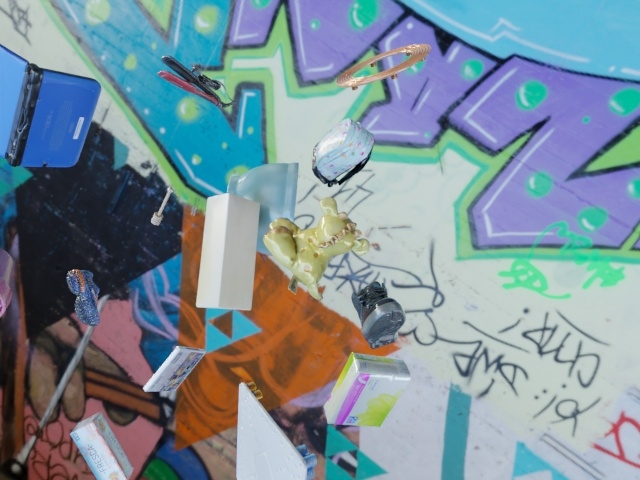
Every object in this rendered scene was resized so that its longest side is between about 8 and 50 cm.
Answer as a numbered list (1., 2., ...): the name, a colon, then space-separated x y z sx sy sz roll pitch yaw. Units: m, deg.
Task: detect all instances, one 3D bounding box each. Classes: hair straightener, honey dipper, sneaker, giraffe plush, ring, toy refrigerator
1. hair straightener: -0.312 -0.423 1.069 0.047 0.088 0.231 2 172 40
2. honey dipper: -0.526 -0.115 1.357 0.031 0.160 0.030 27 -146 -20
3. sneaker: 0.107 0.133 0.807 0.227 0.087 0.130 70 179 -66
4. giraffe plush: 0.000 0.000 0.849 0.181 0.170 0.210 41 -163 -30
5. ring: 0.215 -0.598 1.407 0.032 0.337 0.336 66 176 -32
6. sneaker: -0.850 0.208 1.494 0.087 0.083 0.221 -22 -79 -71
7. toy refrigerator: -0.226 0.031 0.990 0.094 0.269 0.102 -5 167 38

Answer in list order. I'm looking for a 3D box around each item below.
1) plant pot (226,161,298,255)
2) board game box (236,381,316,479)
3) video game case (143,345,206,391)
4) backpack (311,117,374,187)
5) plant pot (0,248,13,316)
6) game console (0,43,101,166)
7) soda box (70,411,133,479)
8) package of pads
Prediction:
1. plant pot: -0.175 -0.097 1.209 0.197 0.292 0.293 6 -161 -5
2. board game box: -0.146 0.683 1.206 0.051 0.389 0.390 -6 -162 -35
3. video game case: -0.565 0.504 1.588 0.023 0.201 0.183 36 175 25
4. backpack: 0.060 -0.251 1.130 0.115 0.182 0.151 24 -123 -36
5. plant pot: -1.000 0.114 1.176 0.202 0.201 0.180 24 -152 -30
6. game console: -0.780 -0.360 1.083 0.173 0.293 0.250 47 -152 17
7. soda box: -0.547 0.533 1.022 0.183 0.063 0.058 66 170 -7
8. package of pads: 0.173 0.555 1.488 0.230 0.296 0.101 12 -152 -19
